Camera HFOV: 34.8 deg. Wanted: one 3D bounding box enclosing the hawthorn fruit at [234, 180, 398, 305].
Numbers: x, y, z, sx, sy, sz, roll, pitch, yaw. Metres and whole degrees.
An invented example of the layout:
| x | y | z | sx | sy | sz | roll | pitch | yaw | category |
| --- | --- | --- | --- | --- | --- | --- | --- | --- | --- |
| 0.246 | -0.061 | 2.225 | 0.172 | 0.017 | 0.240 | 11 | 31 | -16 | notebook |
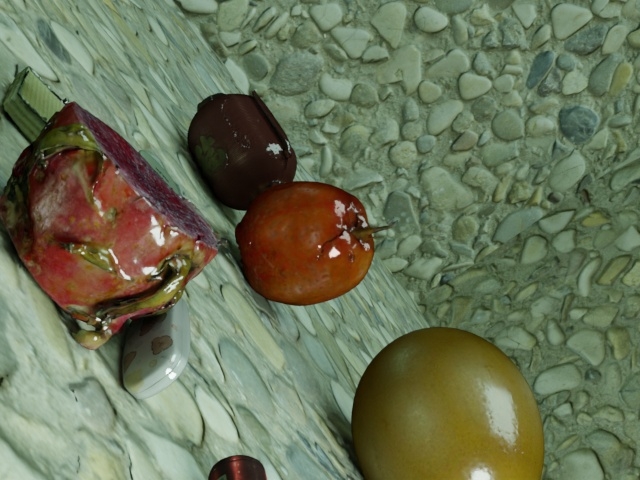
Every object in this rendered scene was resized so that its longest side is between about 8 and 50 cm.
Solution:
| x | y | z | sx | sy | sz | roll | pitch | yaw | category |
| --- | --- | --- | --- | --- | --- | --- | --- | --- | --- |
| 0.000 | 0.000 | 1.650 | 0.211 | 0.299 | 0.211 | 24 | 61 | -54 | hawthorn fruit |

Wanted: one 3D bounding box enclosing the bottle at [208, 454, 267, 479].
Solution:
| x | y | z | sx | sy | sz | roll | pitch | yaw | category |
| --- | --- | --- | --- | --- | --- | --- | --- | --- | --- |
| -0.063 | 0.263 | 0.902 | 0.060 | 0.060 | 0.164 | 51 | 9 | -29 | bottle |

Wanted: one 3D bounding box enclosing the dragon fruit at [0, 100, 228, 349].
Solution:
| x | y | z | sx | sy | sz | roll | pitch | yaw | category |
| --- | --- | --- | --- | --- | --- | --- | --- | --- | --- |
| -0.201 | -0.004 | 0.971 | 0.211 | 0.147 | 0.282 | 48 | 1 | 27 | dragon fruit |

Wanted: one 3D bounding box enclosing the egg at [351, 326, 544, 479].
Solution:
| x | y | z | sx | sy | sz | roll | pitch | yaw | category |
| --- | --- | --- | --- | --- | --- | --- | --- | --- | --- |
| 0.190 | 0.287 | 1.526 | 0.282 | 0.282 | 0.351 | 50 | 10 | -35 | egg |

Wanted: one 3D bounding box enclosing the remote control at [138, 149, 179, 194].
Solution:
| x | y | z | sx | sy | sz | roll | pitch | yaw | category |
| --- | --- | --- | --- | --- | --- | --- | --- | --- | --- |
| -0.218 | -0.035 | 1.325 | 0.090 | 0.038 | 0.309 | 52 | 8 | -23 | remote control |

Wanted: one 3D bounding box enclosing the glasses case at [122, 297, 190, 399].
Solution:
| x | y | z | sx | sy | sz | roll | pitch | yaw | category |
| --- | --- | --- | --- | --- | --- | --- | --- | --- | --- |
| -0.159 | 0.100 | 0.996 | 0.041 | 0.063 | 0.164 | 55 | 7 | -22 | glasses case |

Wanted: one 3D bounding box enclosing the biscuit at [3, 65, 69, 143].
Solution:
| x | y | z | sx | sy | sz | roll | pitch | yaw | category |
| --- | --- | --- | --- | --- | --- | --- | --- | --- | --- |
| -0.289 | -0.109 | 1.200 | 0.199 | 0.040 | 0.121 | 50 | 11 | -26 | biscuit |

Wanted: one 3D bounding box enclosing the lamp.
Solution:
| x | y | z | sx | sy | sz | roll | pitch | yaw | category |
| --- | --- | --- | --- | --- | --- | --- | --- | --- | --- |
| -0.142 | -0.169 | 1.872 | 0.258 | 0.180 | 0.180 | 59 | 8 | 25 | lamp |
